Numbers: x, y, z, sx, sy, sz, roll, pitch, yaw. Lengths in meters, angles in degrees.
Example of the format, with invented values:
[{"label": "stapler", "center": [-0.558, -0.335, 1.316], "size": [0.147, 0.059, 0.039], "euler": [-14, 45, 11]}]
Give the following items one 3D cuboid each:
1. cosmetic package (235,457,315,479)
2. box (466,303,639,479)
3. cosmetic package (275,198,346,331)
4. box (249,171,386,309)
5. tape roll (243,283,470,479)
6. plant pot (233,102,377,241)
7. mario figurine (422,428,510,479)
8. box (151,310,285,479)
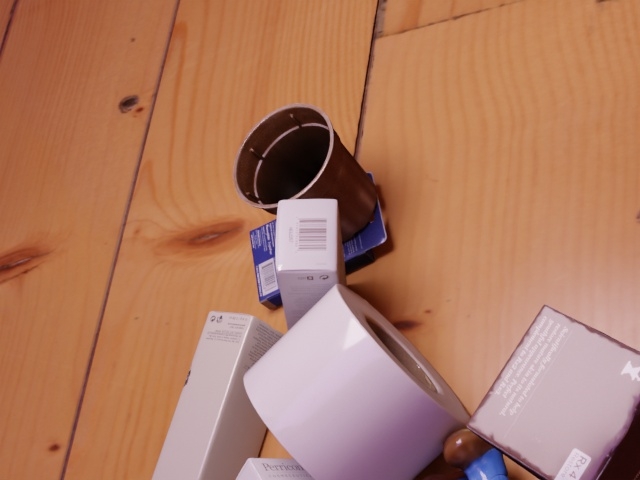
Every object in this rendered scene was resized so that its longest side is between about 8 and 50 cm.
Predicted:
[{"label": "cosmetic package", "center": [-0.026, 0.386, 1.460], "size": [0.151, 0.151, 0.184], "euler": [-60, 44, 22]}, {"label": "box", "center": [0.307, 0.207, 1.305], "size": [0.167, 0.203, 0.168], "euler": [30, 84, 44]}, {"label": "cosmetic package", "center": [-0.009, 0.052, 1.607], "size": [0.085, 0.231, 0.117], "euler": [0, 56, 3]}, {"label": "box", "center": [0.000, 0.000, 1.771], "size": [0.225, 0.036, 0.136], "euler": [-26, 52, 22]}, {"label": "tape roll", "center": [0.046, 0.198, 1.478], "size": [0.169, 0.246, 0.246], "euler": [-45, 47, 6]}, {"label": "plant pot", "center": [-0.010, -0.084, 1.691], "size": [0.167, 0.165, 0.167], "euler": [-18, 55, 28]}, {"label": "mario figurine", "center": [0.191, 0.365, 1.311], "size": [0.170, 0.198, 0.320], "euler": [-24, 44, -4]}, {"label": "box", "center": [-0.138, 0.247, 1.681], "size": [0.094, 0.113, 0.275], "euler": [3, 66, 39]}]
